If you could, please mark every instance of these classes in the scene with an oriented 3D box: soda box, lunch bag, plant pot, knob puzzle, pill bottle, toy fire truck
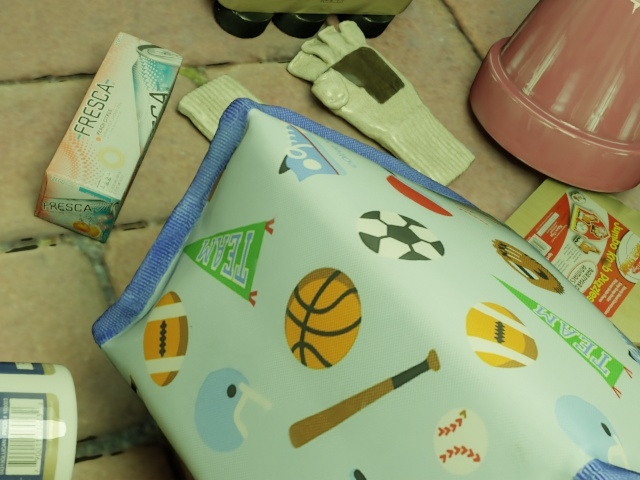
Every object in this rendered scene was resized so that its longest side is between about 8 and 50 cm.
[{"bbox_3d":[-0.170,-0.088,0.909,0.063,0.058,0.183,22,48,-8],"label":"soda box"},{"bbox_3d":[0.101,0.122,0.704,0.385,0.239,0.328,14,29,-48],"label":"lunch bag"},{"bbox_3d":[0.271,-0.177,1.084,0.201,0.180,0.201,15,37,-12],"label":"plant pot"},{"bbox_3d":[0.263,0.030,1.038,0.213,0.030,0.213,13,48,-16],"label":"knob puzzle"},{"bbox_3d":[-0.242,0.119,0.681,0.169,0.094,0.094,5,52,-22],"label":"pill bottle"},{"bbox_3d":[-0.030,-0.328,1.130,0.217,0.158,0.246,-6,67,-29],"label":"toy fire truck"}]

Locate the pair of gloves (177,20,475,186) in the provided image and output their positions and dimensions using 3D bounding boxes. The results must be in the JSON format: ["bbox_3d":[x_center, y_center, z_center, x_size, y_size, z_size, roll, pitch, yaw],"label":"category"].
[{"bbox_3d":[0.013,-0.103,1.020,0.240,0.042,0.204,-29,70,-38],"label":"pair of gloves"}]
